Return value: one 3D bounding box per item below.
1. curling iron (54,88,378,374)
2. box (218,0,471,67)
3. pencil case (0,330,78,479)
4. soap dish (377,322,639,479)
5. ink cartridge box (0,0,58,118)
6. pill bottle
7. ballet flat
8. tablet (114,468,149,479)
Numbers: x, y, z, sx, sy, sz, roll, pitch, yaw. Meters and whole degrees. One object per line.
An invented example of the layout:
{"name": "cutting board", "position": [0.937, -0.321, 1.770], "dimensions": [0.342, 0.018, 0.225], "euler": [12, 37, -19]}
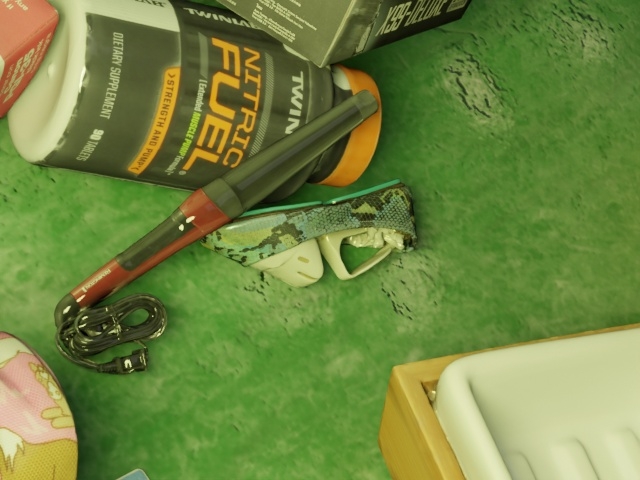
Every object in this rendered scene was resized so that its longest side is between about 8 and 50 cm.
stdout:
{"name": "curling iron", "position": [-0.064, -0.009, 1.191], "dimensions": [0.274, 0.035, 0.068], "euler": [-43, 100, -19]}
{"name": "box", "position": [-0.052, -0.251, 1.331], "dimensions": [0.307, 0.076, 0.242], "euler": [35, 27, 16]}
{"name": "pencil case", "position": [-0.305, 0.134, 0.890], "dimensions": [0.386, 0.160, 0.167], "euler": [-5, 30, -39]}
{"name": "soap dish", "position": [0.190, 0.178, 1.250], "dimensions": [0.291, 0.118, 0.229], "euler": [-6, 62, -38]}
{"name": "ink cartridge box", "position": [-0.325, -0.101, 1.089], "dimensions": [0.207, 0.117, 0.283], "euler": [41, 44, -2]}
{"name": "pill bottle", "position": [-0.080, -0.097, 1.254], "dimensions": [0.245, 0.130, 0.130], "euler": [9, 54, -30]}
{"name": "ballet flat", "position": [0.000, 0.000, 1.291], "dimensions": [0.188, 0.070, 0.070], "euler": [-14, 67, -38]}
{"name": "tablet", "position": [-0.107, 0.183, 1.113], "dimensions": [0.054, 0.006, 0.083], "euler": [-24, 73, -44]}
